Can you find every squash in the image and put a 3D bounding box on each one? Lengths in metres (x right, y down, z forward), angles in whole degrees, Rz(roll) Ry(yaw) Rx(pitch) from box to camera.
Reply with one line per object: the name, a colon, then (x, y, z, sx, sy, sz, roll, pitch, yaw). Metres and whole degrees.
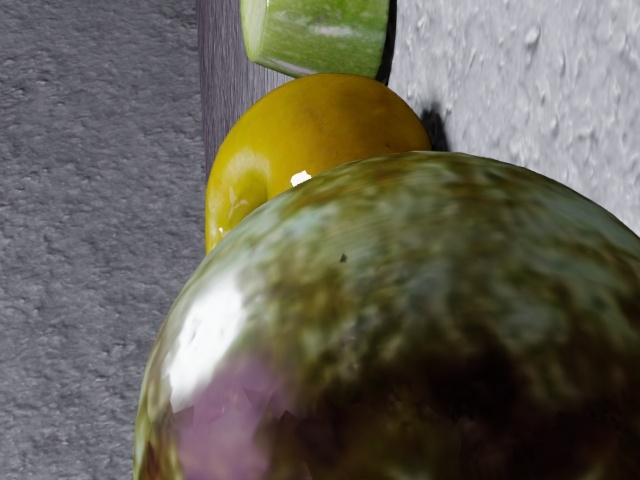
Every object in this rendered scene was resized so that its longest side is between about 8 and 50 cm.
squash: (0.000, -0.210, 1.389, 0.170, 0.122, 0.170, 180, 90, -76)

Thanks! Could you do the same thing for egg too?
egg: (0.048, 0.108, 0.630, 0.238, 0.238, 0.290, -166, 66, -81)

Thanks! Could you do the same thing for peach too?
peach: (0.000, 0.000, 1.188, 0.251, 0.153, 0.251, -176, 90, -72)
